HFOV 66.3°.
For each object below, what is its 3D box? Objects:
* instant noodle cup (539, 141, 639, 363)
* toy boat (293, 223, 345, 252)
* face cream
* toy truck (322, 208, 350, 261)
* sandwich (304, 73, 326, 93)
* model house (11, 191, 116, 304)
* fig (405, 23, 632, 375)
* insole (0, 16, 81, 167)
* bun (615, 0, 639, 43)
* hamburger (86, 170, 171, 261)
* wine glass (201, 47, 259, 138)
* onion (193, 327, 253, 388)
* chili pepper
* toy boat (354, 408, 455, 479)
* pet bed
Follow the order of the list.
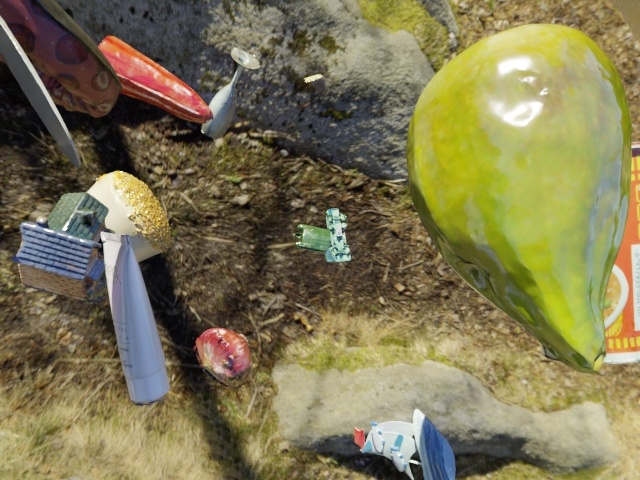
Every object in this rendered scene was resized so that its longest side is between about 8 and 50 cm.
[{"bbox_3d":[0.301,0.018,0.547,0.192,0.193,0.212,-7,87,-17],"label":"instant noodle cup"},{"bbox_3d":[0.000,0.000,1.857,0.210,0.052,0.104,12,58,-14],"label":"toy boat"},{"bbox_3d":[-0.260,0.108,0.684,0.058,0.092,0.244,-19,106,-42],"label":"face cream"},{"bbox_3d":[0.044,-0.014,1.611,0.067,0.081,0.175,-5,85,-34],"label":"toy truck"},{"bbox_3d":[-0.007,-0.491,1.515,0.083,0.031,0.044,20,116,-38],"label":"sandwich"},{"bbox_3d":[-0.510,0.000,1.010,0.166,0.172,0.183,15,49,-7],"label":"model house"},{"bbox_3d":[0.139,-0.038,0.365,0.167,0.167,0.234,16,84,-17],"label":"fig"},{"bbox_3d":[-0.188,-0.120,0.287,0.004,0.065,0.197,-31,77,-26],"label":"insole"},{"bbox_3d":[0.487,-0.288,0.467,0.364,0.219,0.366,1,80,-7],"label":"bun"},{"bbox_3d":[-0.562,-0.076,1.458,0.179,0.294,0.276,-37,143,-10],"label":"hamburger"},{"bbox_3d":[-0.193,-0.300,1.030,0.066,0.198,0.066,20,44,-20],"label":"wine glass"},{"bbox_3d":[-0.249,0.303,1.322,0.184,0.183,0.147,56,46,-12],"label":"onion"},{"bbox_3d":[-0.224,-0.209,0.672,0.168,0.088,0.065,27,125,-13],"label":"chili pepper"},{"bbox_3d":[0.111,0.261,0.640,0.034,0.149,0.106,-11,114,-44],"label":"toy boat"},{"bbox_3d":[-0.262,-0.183,0.421,0.201,0.201,0.054,36,80,-15],"label":"pet bed"}]
